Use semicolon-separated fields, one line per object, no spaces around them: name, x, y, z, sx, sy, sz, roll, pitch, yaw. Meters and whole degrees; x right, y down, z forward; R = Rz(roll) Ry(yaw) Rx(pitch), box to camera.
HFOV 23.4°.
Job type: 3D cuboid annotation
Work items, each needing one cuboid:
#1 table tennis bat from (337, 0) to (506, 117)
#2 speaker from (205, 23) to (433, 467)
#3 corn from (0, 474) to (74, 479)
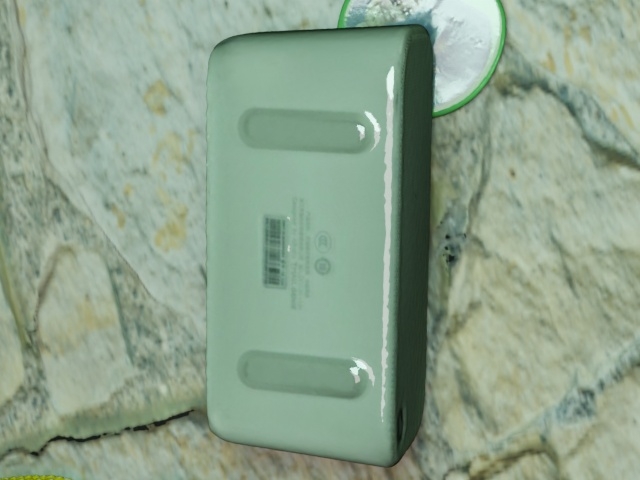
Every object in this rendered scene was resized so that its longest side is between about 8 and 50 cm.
table tennis bat;0.121;-0.236;1.490;0.160;0.039;0.257;34;103;1
speaker;0.000;0.000;1.457;0.184;0.183;0.406;3;100;14
corn;-0.357;0.293;1.594;0.244;0.093;0.093;-6;96;9
